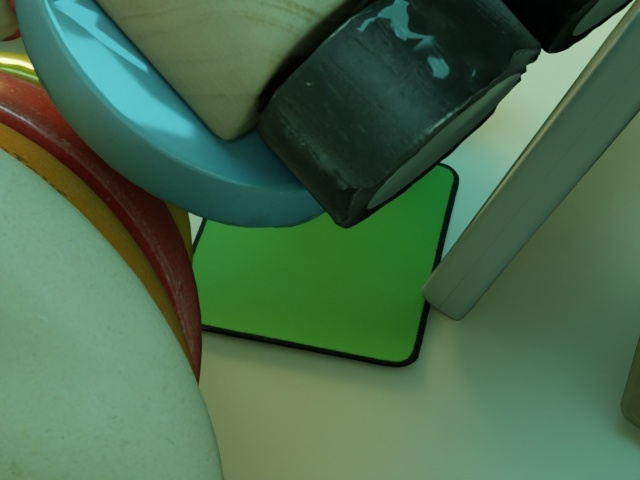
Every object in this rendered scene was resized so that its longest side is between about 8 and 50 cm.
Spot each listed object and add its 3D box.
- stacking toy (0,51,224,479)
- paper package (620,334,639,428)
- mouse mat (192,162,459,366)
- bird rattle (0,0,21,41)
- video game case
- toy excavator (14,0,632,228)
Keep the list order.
[{"bbox_3d":[-0.168,0.020,0.854,0.350,0.351,0.480,12,25,7],"label":"stacking toy"},{"bbox_3d":[0.347,0.031,0.824,0.325,0.309,0.168,33,47,28],"label":"paper package"},{"bbox_3d":[0.000,0.000,1.047,0.152,0.007,0.190,11,44,6],"label":"mouse mat"},{"bbox_3d":[-0.215,-0.155,1.097,0.207,0.143,0.253,-34,35,-4],"label":"bird rattle"},{"bbox_3d":[0.201,-0.132,0.982,0.036,0.329,0.300,37,48,3],"label":"video game case"},{"bbox_3d":[0.014,-0.128,0.881,0.433,0.445,0.222,-38,84,-32],"label":"toy excavator"}]
